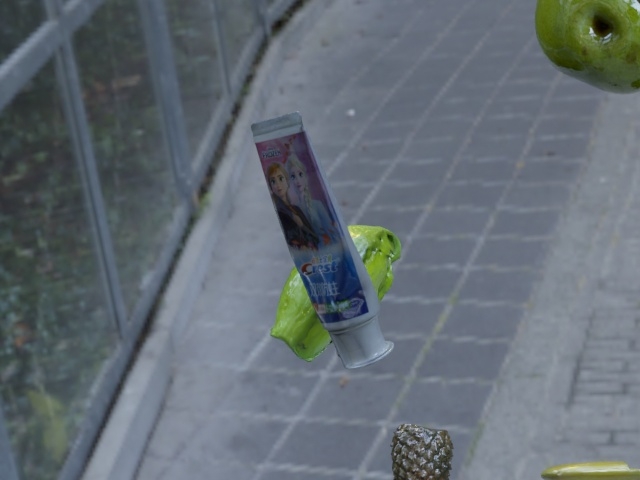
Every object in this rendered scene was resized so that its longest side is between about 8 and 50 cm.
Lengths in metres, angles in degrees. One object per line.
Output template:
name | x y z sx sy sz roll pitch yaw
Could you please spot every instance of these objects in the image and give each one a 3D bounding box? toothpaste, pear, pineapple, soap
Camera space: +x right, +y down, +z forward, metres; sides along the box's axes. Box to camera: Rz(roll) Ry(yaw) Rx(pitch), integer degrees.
toothpaste | 0.000 0.000 1.342 0.061 0.266 0.096 -29 12 -33
pear | 0.337 -0.250 1.488 0.180 0.166 0.216 9 13 24
pineapple | 0.104 0.283 1.443 0.074 0.159 0.074 8 -12 2
soap | 0.399 0.331 1.890 0.168 0.033 0.089 -1 -10 -5

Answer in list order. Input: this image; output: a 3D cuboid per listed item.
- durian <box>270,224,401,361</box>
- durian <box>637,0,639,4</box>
durian | 0.026 0.056 1.803 0.101 0.139 0.250 27 59 24
durian | 0.225 -0.116 0.596 0.112 0.341 0.191 -27 -27 36
